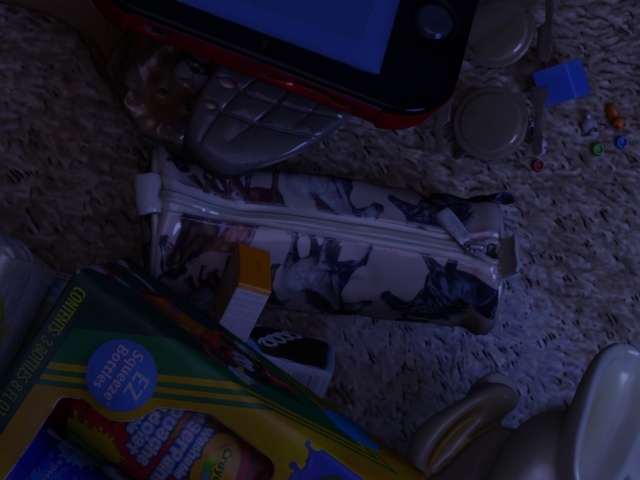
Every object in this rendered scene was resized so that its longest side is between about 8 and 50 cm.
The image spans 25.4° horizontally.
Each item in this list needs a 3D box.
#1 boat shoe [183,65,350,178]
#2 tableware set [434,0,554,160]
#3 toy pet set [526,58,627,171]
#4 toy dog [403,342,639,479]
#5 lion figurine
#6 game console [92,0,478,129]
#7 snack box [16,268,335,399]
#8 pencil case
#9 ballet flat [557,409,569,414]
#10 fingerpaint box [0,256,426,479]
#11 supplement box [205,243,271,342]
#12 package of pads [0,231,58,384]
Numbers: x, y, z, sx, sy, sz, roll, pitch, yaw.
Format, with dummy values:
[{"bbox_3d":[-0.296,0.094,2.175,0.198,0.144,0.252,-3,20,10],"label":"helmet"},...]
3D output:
[{"bbox_3d":[-0.007,-0.171,1.503,0.132,0.130,0.355,45,62,6],"label":"boat shoe"},{"bbox_3d":[0.199,-0.183,1.614,0.128,0.039,0.194,3,81,19],"label":"tableware set"},{"bbox_3d":[0.294,-0.148,1.626,0.122,0.065,0.114,-17,92,-11],"label":"toy pet set"},{"bbox_3d":[0.171,0.323,1.439,0.284,0.408,0.395,42,58,-26],"label":"toy dog"},{"bbox_3d":[-0.255,-0.277,1.507,0.392,0.142,0.240,26,90,4],"label":"lion figurine"},{"bbox_3d":[-0.019,-0.309,1.445,0.387,0.060,0.342,21,66,-7],"label":"game console"},{"bbox_3d":[-0.166,0.155,1.494,0.322,0.060,0.187,16,119,-10],"label":"snack box"},{"bbox_3d":[0.000,0.000,1.509,0.410,0.183,0.160,8,64,-9],"label":"pencil case"},{"bbox_3d":[0.279,0.289,1.613,0.074,0.074,0.203,8,81,-10],"label":"ballet flat"},{"bbox_3d":[-0.179,0.303,1.332,0.371,0.163,0.445,36,98,6],"label":"fingerpaint box"},{"bbox_3d":[-0.083,0.061,1.409,0.036,0.062,0.098,16,127,-16],"label":"supplement box"},{"bbox_3d":[-0.425,0.066,1.405,0.296,0.101,0.229,22,84,27],"label":"package of pads"}]
